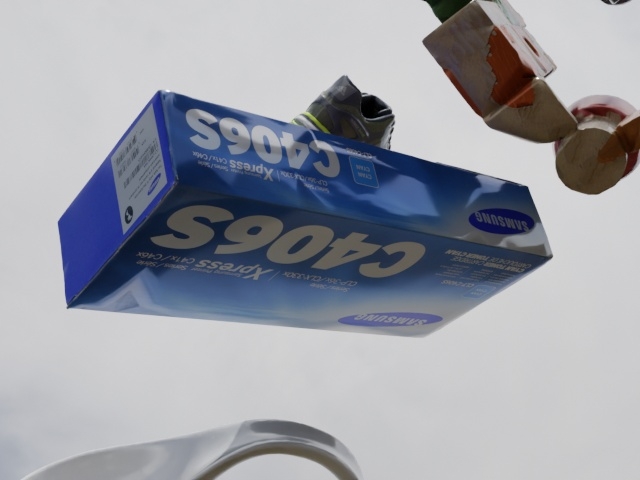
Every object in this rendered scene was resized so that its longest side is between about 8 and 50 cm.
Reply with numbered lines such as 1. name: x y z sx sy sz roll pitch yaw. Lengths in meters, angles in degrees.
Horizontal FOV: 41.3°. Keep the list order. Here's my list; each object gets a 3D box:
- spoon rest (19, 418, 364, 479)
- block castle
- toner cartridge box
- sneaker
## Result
1. spoon rest: -0.101 0.182 0.622 0.277 0.137 0.084 -4 -75 -5
2. block castle: 0.209 -0.283 0.715 0.303 0.213 0.453 -38 -91 24
3. toner cartridge box: 0.000 0.000 0.646 0.348 0.075 0.165 9 -34 -37
4. sneaker: 0.069 -0.140 1.228 0.121 0.111 0.300 -49 -26 10
